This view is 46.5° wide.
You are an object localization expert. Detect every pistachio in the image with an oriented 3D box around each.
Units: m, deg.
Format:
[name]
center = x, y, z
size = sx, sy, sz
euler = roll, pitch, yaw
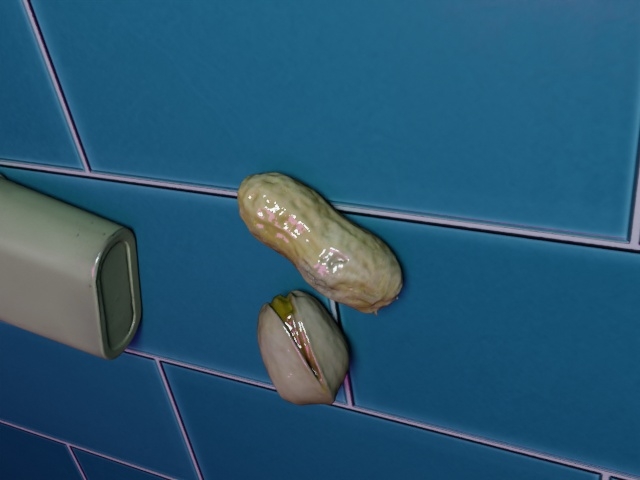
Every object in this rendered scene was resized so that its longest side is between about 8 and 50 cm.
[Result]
[pistachio]
center = -0.023, 0.132, 0.910
size = 0.113, 0.113, 0.149
euler = -9, 121, 36

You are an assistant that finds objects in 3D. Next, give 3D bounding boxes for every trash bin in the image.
[trash bin]
center = -0.387, 0.041, 1.048
size = 0.247, 0.121, 0.243
euler = 20, 132, 13

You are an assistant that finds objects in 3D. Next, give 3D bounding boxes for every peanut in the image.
[peanut]
center = 0.000, 0.000, 0.810
size = 0.214, 0.099, 0.099
euler = 43, 135, 1
